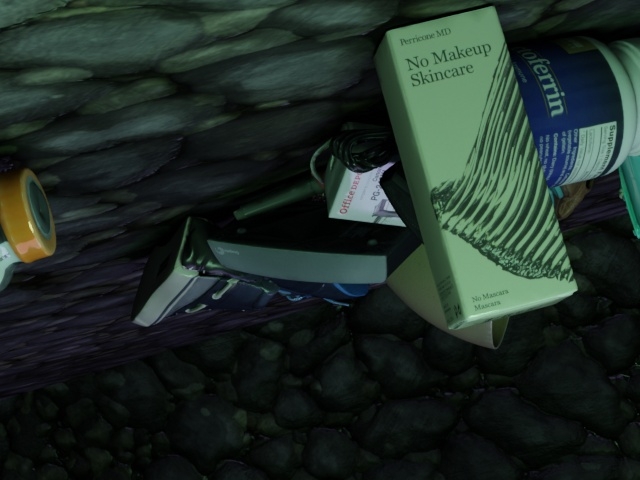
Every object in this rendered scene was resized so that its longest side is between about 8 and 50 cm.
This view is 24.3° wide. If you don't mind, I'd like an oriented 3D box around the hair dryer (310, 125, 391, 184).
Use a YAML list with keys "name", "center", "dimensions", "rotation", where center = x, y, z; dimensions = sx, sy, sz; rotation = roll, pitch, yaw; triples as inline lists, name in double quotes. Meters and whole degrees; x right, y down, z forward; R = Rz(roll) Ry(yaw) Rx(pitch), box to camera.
- name: "hair dryer"
  center: [0.157, -0.105, 1.781]
  dimensions: [0.293, 0.080, 0.224]
  rotation: [-29, 152, 20]

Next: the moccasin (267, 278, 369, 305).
- name: "moccasin"
  center: [-0.037, 0.026, 2.406]
  dimensions: [0.117, 0.137, 0.342]
  rotation: [-14, 160, 27]

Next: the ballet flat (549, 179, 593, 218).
- name: "ballet flat"
  center: [0.355, -0.114, 2.134]
  dimensions: [0.124, 0.116, 0.342]
  rotation: [-38, 163, 1]

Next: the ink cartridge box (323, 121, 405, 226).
- name: "ink cartridge box"
  center: [0.088, -0.073, 1.727]
  dimensions: [0.150, 0.063, 0.109]
  rotation: [6, 139, -13]

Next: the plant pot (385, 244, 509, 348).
- name: "plant pot"
  center: [0.198, 0.009, 2.272]
  dimensions: [0.191, 0.284, 0.284]
  rotation: [10, 179, 14]

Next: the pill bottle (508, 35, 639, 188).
- name: "pill bottle"
  center: [0.232, -0.130, 1.553]
  dimensions: [0.265, 0.153, 0.153]
  rotation: [-13, 172, -21]

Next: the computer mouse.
- name: "computer mouse"
  center: [0.150, -0.040, 1.609]
  dimensions: [0.188, 0.272, 0.072]
  rotation: [-20, 139, -28]

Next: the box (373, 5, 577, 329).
- name: "box"
  center: [0.139, -0.064, 1.363]
  dimensions: [0.113, 0.275, 0.094]
  rotation: [-15, 173, -7]

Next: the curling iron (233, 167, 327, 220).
- name: "curling iron"
  center: [0.000, -0.081, 1.914]
  dimensions: [0.274, 0.035, 0.068]
  rotation: [-20, 166, 29]

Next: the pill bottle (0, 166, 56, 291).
- name: "pill bottle"
  center: [-0.376, 0.005, 1.395]
  dimensions: [0.246, 0.130, 0.130]
  rotation: [-16, 173, 5]

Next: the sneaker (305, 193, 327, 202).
- name: "sneaker"
  center: [-0.019, -0.046, 2.106]
  dimensions: [0.188, 0.066, 0.071]
  rotation: [-13, -169, 25]

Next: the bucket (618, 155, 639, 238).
- name: "bucket"
  center: [0.471, -0.105, 1.701]
  dimensions: [0.281, 0.183, 0.281]
  rotation: [-21, -145, 15]

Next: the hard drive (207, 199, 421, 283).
- name: "hard drive"
  center: [0.000, 0.000, 1.951]
  dimensions: [0.255, 0.054, 0.172]
  rotation: [5, -156, 25]

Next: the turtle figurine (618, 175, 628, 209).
- name: "turtle figurine"
  center: [0.533, -0.129, 2.357]
  dimensions: [0.175, 0.118, 0.234]
  rotation: [-29, 170, -18]

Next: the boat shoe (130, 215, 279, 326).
- name: "boat shoe"
  center: [-0.166, 0.069, 2.154]
  dimensions: [0.158, 0.127, 0.340]
  rotation: [19, 162, -15]
